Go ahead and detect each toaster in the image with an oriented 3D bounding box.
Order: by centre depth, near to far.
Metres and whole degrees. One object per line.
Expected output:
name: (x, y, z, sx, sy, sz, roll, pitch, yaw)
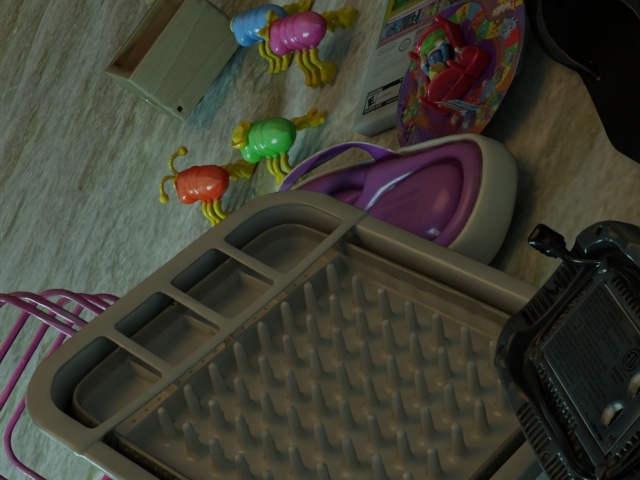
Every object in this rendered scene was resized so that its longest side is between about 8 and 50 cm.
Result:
toaster: (0.195, 0.089, 0.784, 0.129, 0.146, 0.227, -53, 31, 17)

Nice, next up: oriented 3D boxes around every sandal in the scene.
sandal: (0.206, -0.153, 1.065, 0.097, 0.054, 0.254, -53, 30, 21)
sandal: (0.003, -0.014, 1.239, 0.416, 0.102, 0.169, -25, 46, 50)

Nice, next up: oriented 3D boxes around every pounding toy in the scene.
pounding toy: (-0.151, -0.251, 1.719, 0.206, 0.094, 0.181, -55, 23, -4)

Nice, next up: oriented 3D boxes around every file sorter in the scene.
file sorter: (-0.204, 0.156, 1.216, 0.202, 0.182, 0.291, -61, -8, 1)

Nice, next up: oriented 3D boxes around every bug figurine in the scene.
bug figurine: (-0.065, -0.148, 1.499, 0.216, 0.072, 0.279, -9, 59, 57)

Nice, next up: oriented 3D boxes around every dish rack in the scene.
dish rack: (0.001, 0.106, 0.975, 0.333, 0.072, 0.285, 24, 50, 37)

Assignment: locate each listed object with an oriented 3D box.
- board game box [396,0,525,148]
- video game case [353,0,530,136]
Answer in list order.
board game box: (0.101, -0.147, 1.202, 0.169, 0.033, 0.133, -3, 68, 60)
video game case: (0.117, -0.203, 1.291, 0.212, 0.023, 0.193, -18, 52, 54)
